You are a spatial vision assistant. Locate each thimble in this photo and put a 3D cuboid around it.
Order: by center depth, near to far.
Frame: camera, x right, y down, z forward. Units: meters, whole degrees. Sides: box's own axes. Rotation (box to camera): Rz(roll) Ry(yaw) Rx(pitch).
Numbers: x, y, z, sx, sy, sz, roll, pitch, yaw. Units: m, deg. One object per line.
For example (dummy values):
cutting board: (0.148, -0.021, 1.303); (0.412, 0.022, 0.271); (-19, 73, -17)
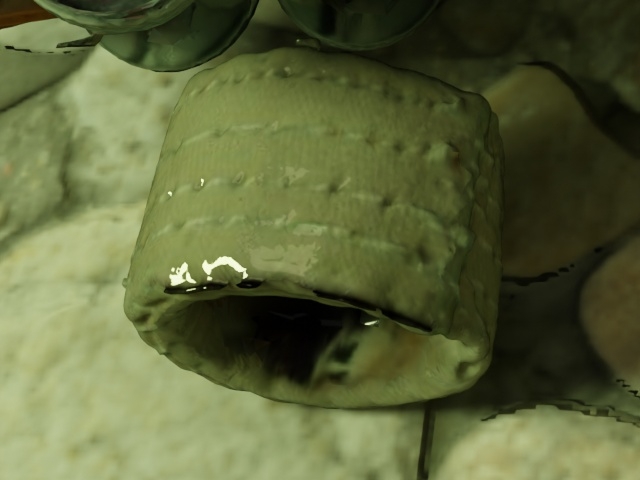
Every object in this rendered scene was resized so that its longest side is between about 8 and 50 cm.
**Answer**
thimble: (0.000, 0.000, 0.569); (0.115, 0.102, 0.090); (-3, 57, 23)

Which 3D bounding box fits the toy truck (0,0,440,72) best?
toy truck: (0.055, -0.178, 0.562); (0.388, 0.173, 0.207); (-8, 90, 1)
